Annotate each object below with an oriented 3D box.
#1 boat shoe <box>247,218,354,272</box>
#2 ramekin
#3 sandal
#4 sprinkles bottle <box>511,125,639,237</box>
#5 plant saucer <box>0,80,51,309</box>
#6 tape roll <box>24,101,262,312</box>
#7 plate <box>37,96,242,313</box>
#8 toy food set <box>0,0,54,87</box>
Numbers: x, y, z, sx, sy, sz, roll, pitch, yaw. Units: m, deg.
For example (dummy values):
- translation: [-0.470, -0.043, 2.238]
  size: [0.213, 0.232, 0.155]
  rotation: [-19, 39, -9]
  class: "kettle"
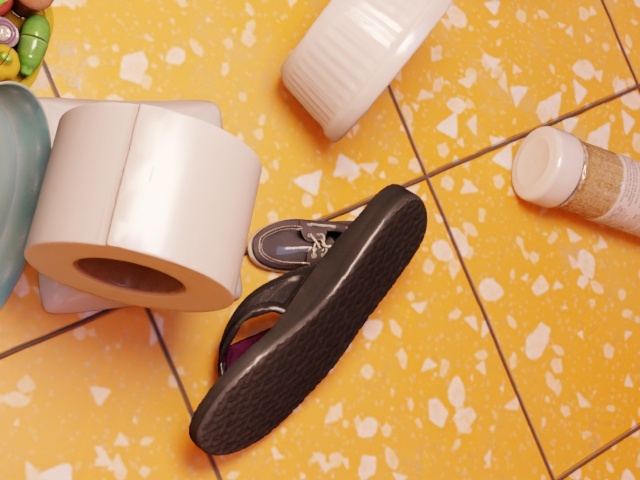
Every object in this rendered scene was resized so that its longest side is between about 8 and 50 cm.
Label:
- translation: [0.000, 0.000, 1.667]
  size: [0.206, 0.065, 0.075]
  rotation: [-3, 80, -31]
  class: "boat shoe"
- translation: [0.057, -0.276, 1.657]
  size: [0.127, 0.273, 0.273]
  rotation: [38, 62, -4]
  class: "ramekin"
- translation: [-0.027, 0.099, 1.593]
  size: [0.446, 0.107, 0.168]
  rotation: [-48, 147, -22]
  class: "sandal"
- translation: [0.477, -0.076, 1.931]
  size: [0.355, 0.121, 0.121]
  rotation: [16, 71, -27]
  class: "sprinkles bottle"
- translation: [-0.394, -0.027, 1.336]
  size: [0.043, 0.318, 0.318]
  rotation: [18, 66, 11]
  class: "plant saucer"
- translation: [-0.202, -0.033, 1.400]
  size: [0.246, 0.246, 0.169]
  rotation: [20, 69, -25]
  class: "tape roll"
- translation: [-0.231, -0.053, 1.557]
  size: [0.277, 0.045, 0.278]
  rotation: [-3, 80, -30]
  class: "plate"
- translation: [-0.386, -0.285, 1.503]
  size: [0.128, 0.071, 0.218]
  rotation: [21, 69, -25]
  class: "toy food set"
